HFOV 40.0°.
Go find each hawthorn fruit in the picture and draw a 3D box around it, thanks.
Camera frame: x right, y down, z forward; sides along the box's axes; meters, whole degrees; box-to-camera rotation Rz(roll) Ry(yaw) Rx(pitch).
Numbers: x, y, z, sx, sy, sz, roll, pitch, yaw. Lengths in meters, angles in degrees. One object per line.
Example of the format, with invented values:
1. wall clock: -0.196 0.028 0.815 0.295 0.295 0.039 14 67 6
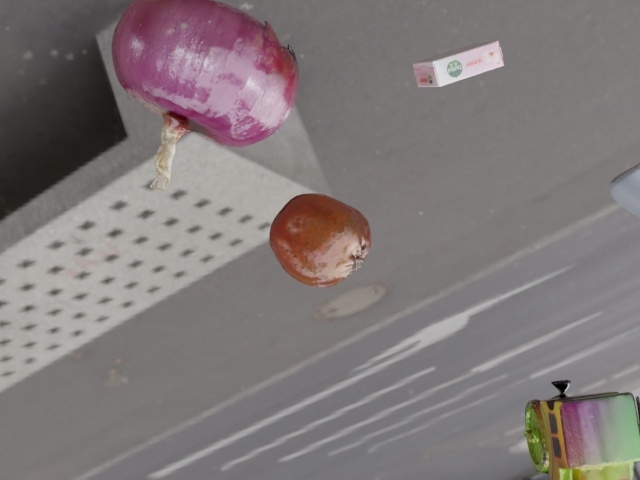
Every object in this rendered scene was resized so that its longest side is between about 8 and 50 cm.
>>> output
1. hawthorn fruit: 0.000 0.000 1.064 0.128 0.128 0.128 -18 159 -7

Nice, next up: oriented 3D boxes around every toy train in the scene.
1. toy train: 0.290 0.300 0.943 0.101 0.296 0.160 -6 172 -5

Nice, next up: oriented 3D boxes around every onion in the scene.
1. onion: -0.217 -0.299 1.637 0.358 0.344 0.358 7 157 3

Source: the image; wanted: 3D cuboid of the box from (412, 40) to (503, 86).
1. box: 0.228 -0.293 1.463 0.125 0.043 0.089 -20 -166 -12

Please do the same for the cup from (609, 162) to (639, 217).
1. cup: 0.207 -0.015 0.309 0.167 0.173 0.299 -40 156 -36
